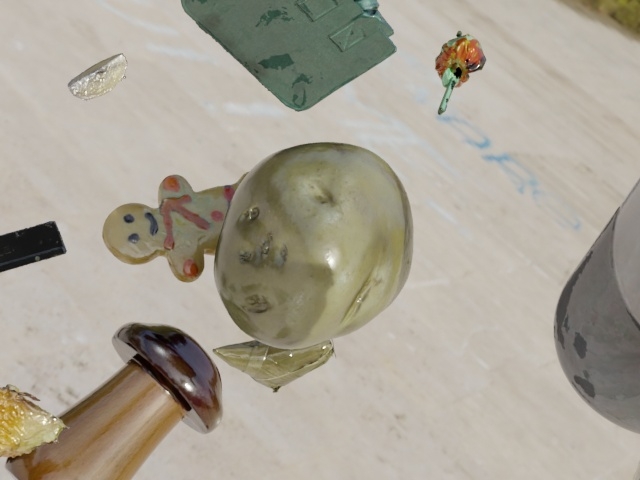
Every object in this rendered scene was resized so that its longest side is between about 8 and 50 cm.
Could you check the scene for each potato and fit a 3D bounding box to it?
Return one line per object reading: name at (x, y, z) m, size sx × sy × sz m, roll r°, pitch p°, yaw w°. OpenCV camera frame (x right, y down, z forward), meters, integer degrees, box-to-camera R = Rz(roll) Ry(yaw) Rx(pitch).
potato at (-0.307, -0.221, 1.423) m, size 0.036 × 0.093 × 0.037 m, roll 20°, pitch -39°, yaw 52°
potato at (0.000, 0.000, 1.263) m, size 0.221 × 0.243 × 0.326 m, roll 8°, pitch 16°, yaw 23°

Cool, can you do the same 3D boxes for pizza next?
pizza at (-0.422, 0.213, 1.196) m, size 0.147 × 0.226 × 0.069 m, roll 65°, pitch -12°, yaw -9°

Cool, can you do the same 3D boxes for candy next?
candy at (0.124, -0.151, 0.980) m, size 0.049 × 0.056 × 0.185 m, roll 21°, pitch 29°, yaw 5°

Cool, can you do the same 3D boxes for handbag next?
handbag at (-0.050, -0.377, 1.698) m, size 0.326 × 0.238 × 0.089 m, roll 42°, pitch 34°, yaw -38°

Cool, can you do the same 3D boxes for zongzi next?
zongzi at (-0.070, 0.183, 1.827) m, size 0.178 × 0.189 × 0.081 m, roll 34°, pitch 31°, yaw -45°

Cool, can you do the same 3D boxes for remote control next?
remote control at (0.369, 0.049, 1.002) m, size 0.221 × 0.332 × 0.103 m, roll 34°, pitch 25°, yaw 11°

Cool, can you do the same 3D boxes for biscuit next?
biscuit at (-0.172, -0.019, 1.382) m, size 0.234 × 0.030 × 0.153 m, roll -5°, pitch 66°, yaw -16°

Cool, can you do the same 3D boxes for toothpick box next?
toothpick box at (-0.269, 0.244, 1.395) m, size 0.192 × 0.192 × 0.294 m, roll 42°, pitch 68°, yaw 12°

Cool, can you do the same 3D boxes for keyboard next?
keyboard at (-0.501, 0.021, 1.636) m, size 0.018 × 0.195 × 0.060 m, roll -104°, pitch 178°, yaw -78°

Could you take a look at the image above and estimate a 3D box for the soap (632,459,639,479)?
soap at (0.233, 0.216, 0.634) m, size 0.089 × 0.174 × 0.274 m, roll 0°, pitch 10°, yaw 25°
